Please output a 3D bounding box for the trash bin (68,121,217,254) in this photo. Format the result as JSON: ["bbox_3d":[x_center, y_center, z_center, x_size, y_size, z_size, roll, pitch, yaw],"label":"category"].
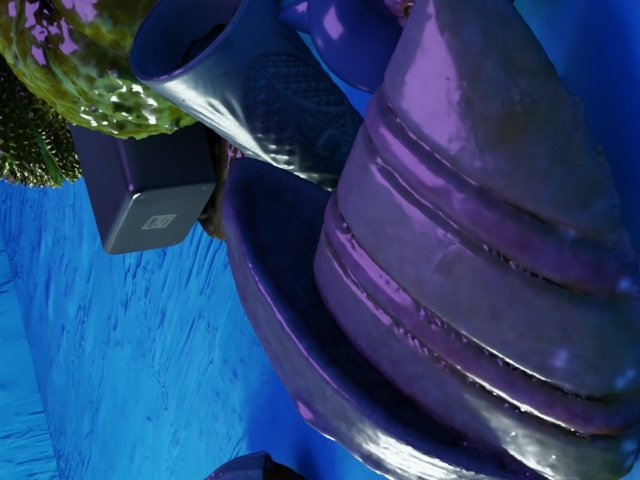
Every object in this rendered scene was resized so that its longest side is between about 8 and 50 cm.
[{"bbox_3d":[-0.175,-0.124,1.481,0.177,0.101,0.236,129,129,-60],"label":"trash bin"}]

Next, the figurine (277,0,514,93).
[{"bbox_3d":[0.063,-0.159,0.902,0.178,0.114,0.144,-21,57,61],"label":"figurine"}]

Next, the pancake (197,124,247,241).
[{"bbox_3d":[-0.084,-0.120,1.449,0.242,0.050,0.242,172,90,-70],"label":"pancake"}]

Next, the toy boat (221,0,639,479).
[{"bbox_3d":[0.068,0.027,0.879,0.276,0.111,0.293,55,146,3],"label":"toy boat"}]

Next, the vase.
[{"bbox_3d":[-0.012,-0.070,1.011,0.219,0.096,0.096,44,-175,-34],"label":"vase"}]

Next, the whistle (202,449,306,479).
[{"bbox_3d":[-0.072,0.283,1.553,0.346,0.134,0.142,121,133,-78],"label":"whistle"}]

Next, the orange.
[{"bbox_3d":[-0.144,-0.225,1.275,0.300,0.223,0.301,20,115,49],"label":"orange"}]

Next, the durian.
[{"bbox_3d":[-0.306,-0.139,1.635,0.159,0.198,0.146,-55,27,9],"label":"durian"}]
